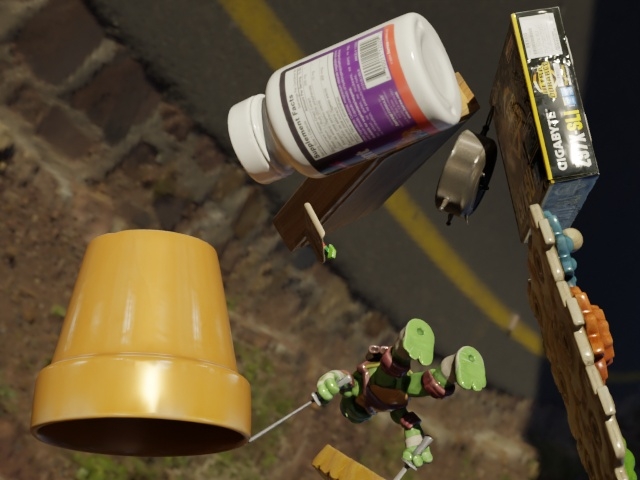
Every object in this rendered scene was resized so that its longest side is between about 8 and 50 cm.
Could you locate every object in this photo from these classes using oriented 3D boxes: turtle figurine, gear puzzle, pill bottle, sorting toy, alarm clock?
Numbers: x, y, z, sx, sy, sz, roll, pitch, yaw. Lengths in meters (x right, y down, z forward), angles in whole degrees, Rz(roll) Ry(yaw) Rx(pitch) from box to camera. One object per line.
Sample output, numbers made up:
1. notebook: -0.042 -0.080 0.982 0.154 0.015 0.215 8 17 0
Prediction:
1. turtle figurine: 0.095 0.247 1.797 0.275 0.198 0.266 -31 171 -45
2. gear puzzle: 0.235 0.136 1.036 0.175 0.044 0.339 77 1 -56
3. pill bottle: 0.019 -0.119 1.131 0.108 0.193 0.108 47 33 -43
4. sorting toy: 0.000 0.000 1.578 0.012 0.083 0.062 -18 145 -14
5. alarm clock: 0.232 -0.117 1.927 0.129 0.064 0.192 41 69 -74

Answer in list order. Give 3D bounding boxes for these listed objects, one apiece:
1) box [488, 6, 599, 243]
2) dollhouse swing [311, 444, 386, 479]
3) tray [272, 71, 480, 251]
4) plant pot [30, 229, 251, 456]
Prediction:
1. box: 0.326 -0.160 1.888 0.322 0.079 0.257 84 -6 -75
2. dollhouse swing: 0.081 0.424 1.256 0.315 0.305 0.347 -61 -167 -7
3. tray: 0.081 -0.116 2.059 0.203 0.076 0.411 -27 170 -27
4. plant pot: -0.167 0.098 1.215 0.205 0.205 0.188 47 40 -64
